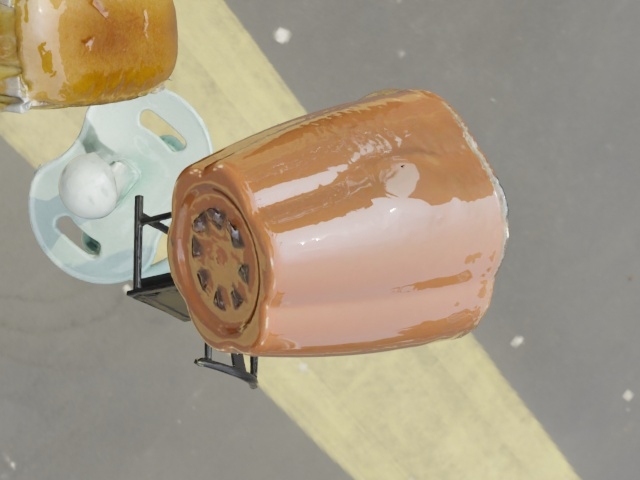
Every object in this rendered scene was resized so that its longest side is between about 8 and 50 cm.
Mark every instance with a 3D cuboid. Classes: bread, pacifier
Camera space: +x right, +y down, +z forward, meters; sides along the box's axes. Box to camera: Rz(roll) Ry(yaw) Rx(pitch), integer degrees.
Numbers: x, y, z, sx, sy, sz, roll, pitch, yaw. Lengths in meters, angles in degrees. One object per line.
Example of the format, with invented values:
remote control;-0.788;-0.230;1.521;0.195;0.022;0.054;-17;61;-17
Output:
bread;-0.227;-0.195;0.985;0.241;0.107;0.136;-31;122;-63
pacifier;-0.317;-0.076;1.635;0.288;0.269;0.343;38;100;3

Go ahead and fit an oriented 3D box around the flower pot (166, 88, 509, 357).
flower pot;0.000;0.000;0.704;0.173;0.190;0.191;-15;122;-36

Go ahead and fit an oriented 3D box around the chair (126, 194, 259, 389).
chair;-0.163;0.069;1.420;0.141;0.260;0.154;-12;157;24

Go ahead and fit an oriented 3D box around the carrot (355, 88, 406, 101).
carrot;0.057;-0.088;1.122;0.302;0.138;0.139;-35;139;-58
